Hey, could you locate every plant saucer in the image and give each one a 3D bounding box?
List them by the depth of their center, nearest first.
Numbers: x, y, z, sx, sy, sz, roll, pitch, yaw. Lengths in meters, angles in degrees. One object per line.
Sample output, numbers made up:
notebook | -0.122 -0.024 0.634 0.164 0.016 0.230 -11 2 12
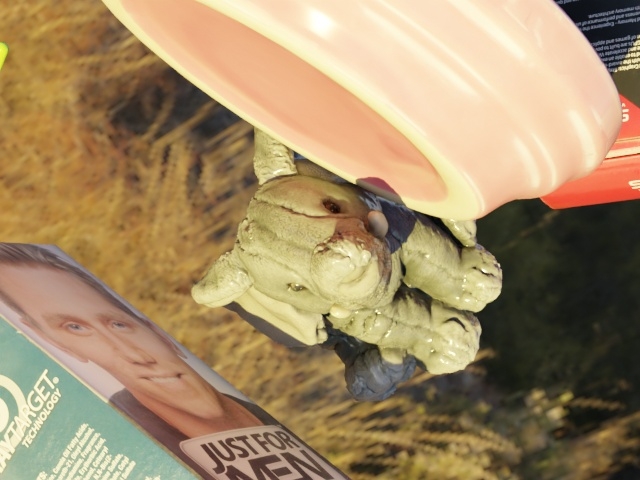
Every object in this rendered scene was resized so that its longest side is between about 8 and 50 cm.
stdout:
plant saucer | -0.001 -0.111 0.841 0.332 0.332 0.084 38 80 -32

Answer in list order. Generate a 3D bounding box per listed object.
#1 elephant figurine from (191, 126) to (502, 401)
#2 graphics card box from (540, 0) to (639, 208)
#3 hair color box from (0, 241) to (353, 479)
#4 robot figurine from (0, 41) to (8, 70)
elephant figurine | 0.000 0.000 0.989 0.239 0.186 0.169 24 51 -52
graphics card box | 0.255 -0.212 1.065 0.094 0.232 0.371 43 45 -56
hair color box | -0.116 0.134 0.979 0.347 0.105 0.174 35 11 19
robot figurine | -0.378 -0.199 1.619 0.101 0.067 0.115 9 83 -24
